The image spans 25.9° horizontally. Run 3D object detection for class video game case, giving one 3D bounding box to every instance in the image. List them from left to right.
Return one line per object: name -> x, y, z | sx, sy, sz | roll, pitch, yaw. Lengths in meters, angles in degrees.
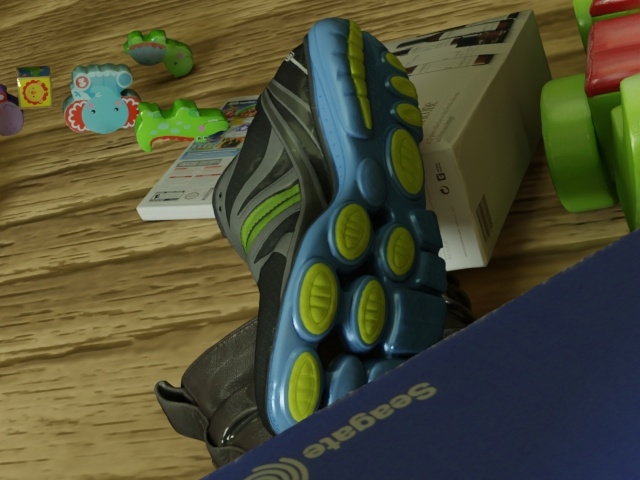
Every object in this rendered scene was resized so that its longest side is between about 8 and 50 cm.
video game case -> -0.048, -0.054, 0.857 | 0.087, 0.011, 0.122 | -1, 38, 33

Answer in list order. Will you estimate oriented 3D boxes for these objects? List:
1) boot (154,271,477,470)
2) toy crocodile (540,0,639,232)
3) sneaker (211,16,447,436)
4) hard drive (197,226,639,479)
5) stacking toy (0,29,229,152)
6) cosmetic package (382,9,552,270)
boot -> 0.063, 0.059, 0.543 | 0.263, 0.091, 0.229 | -17, 23, -2
toy crocodile -> 0.176, -0.111, 0.701 | 0.115, 0.105, 0.340 | -9, 33, 23
sneaker -> 0.000, 0.000, 0.525 | 0.078, 0.067, 0.188 | -37, 38, 37
hard drive -> 0.112, 0.089, 0.284 | 0.210, 0.040, 0.319 | -28, 27, -19
stacking toy -> -0.181, -0.088, 0.920 | 0.221, 0.052, 0.167 | -5, 26, -10
cosmetic package -> 0.049, -0.051, 0.688 | 0.099, 0.060, 0.239 | -12, 18, 21
